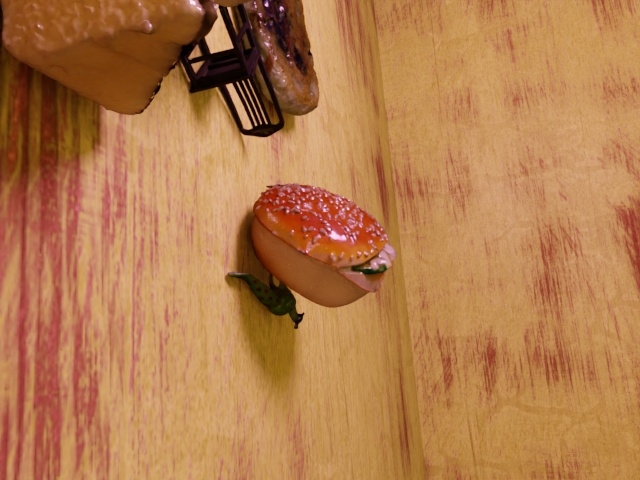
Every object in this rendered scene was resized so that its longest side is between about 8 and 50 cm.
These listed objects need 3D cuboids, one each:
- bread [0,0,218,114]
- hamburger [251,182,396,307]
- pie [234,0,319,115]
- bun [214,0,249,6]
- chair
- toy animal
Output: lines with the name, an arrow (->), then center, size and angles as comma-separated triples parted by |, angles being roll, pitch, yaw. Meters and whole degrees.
bread -> -0.179, -0.247, 0.387 | 0.178, 0.142, 0.265 | 150, -68, -64
hamburger -> -0.001, -0.002, 0.747 | 0.237, 0.147, 0.237 | 34, 16, -11
pie -> -0.074, -0.388, 0.921 | 0.323, 0.071, 0.322 | -8, 90, -73
bun -> -0.096, -0.330, 0.519 | 0.243, 0.244, 0.153 | -74, 160, -55
chair -> -0.115, -0.210, 0.665 | 0.101, 0.084, 0.212 | -84, 160, -50
toy animal -> -0.077, 0.065, 0.753 | 0.217, 0.041, 0.074 | 53, 34, -53
